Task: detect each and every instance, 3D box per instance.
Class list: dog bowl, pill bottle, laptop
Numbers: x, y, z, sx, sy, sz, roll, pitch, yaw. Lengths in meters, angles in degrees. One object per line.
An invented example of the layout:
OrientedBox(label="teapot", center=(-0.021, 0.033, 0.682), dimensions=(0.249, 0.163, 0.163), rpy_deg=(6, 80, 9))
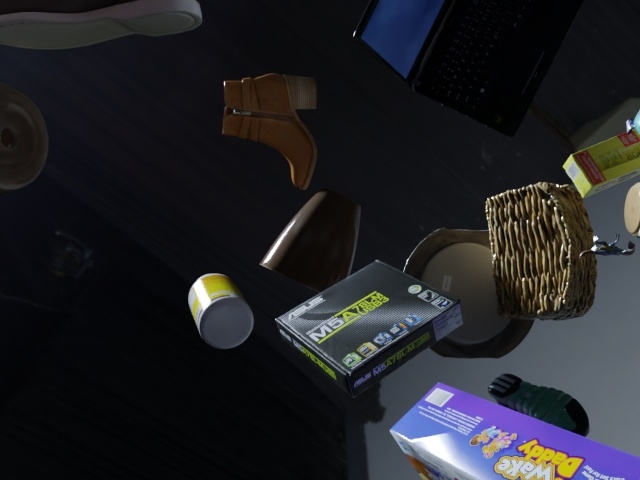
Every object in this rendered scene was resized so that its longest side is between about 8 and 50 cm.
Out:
OrientedBox(label="dog bowl", center=(0.361, 0.133, 1.583), dimensions=(0.349, 0.349, 0.102), rpy_deg=(-56, 1, -11))
OrientedBox(label="pill bottle", center=(-0.226, 0.146, 1.391), dimensions=(0.117, 0.117, 0.215), rpy_deg=(-52, 25, 1))
OrientedBox(label="laptop", center=(0.214, -0.309, 0.866), dimensions=(0.234, 0.264, 0.136), rpy_deg=(-63, -2, 4))

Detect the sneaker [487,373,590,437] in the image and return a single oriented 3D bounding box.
OrientedBox(label="sneaker", center=(0.415, 0.326, 1.171), dimensions=(0.083, 0.098, 0.224), rpy_deg=(-35, 23, -15))

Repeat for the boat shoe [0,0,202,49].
OrientedBox(label="boat shoe", center=(-0.321, -0.329, 0.856), dimensions=(0.116, 0.324, 0.096), rpy_deg=(-8, -86, -79))

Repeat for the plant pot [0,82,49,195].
OrientedBox(label="plant pot", center=(-0.541, -0.147, 0.932), dimensions=(0.229, 0.263, 0.263), rpy_deg=(3, 46, 22))

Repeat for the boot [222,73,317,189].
OrientedBox(label="boot", center=(-0.122, -0.253, 1.502), dimensions=(0.109, 0.220, 0.283), rpy_deg=(-115, 24, -58))

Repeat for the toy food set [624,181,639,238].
OrientedBox(label="toy food set", center=(0.473, -0.044, 0.932), dimensions=(0.082, 0.020, 0.083), rpy_deg=(-39, -48, -80))

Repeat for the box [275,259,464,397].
OrientedBox(label="box", center=(0.064, 0.109, 0.858), dimensions=(0.191, 0.045, 0.184), rpy_deg=(-28, 31, -22))

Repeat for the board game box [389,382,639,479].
OrientedBox(label="board game box", center=(0.228, 0.266, 0.525), dimensions=(0.078, 0.233, 0.347), rpy_deg=(-38, 14, -19))

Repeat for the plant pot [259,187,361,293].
OrientedBox(label="plant pot", center=(0.000, 0.000, 1.504), dimensions=(0.230, 0.215, 0.215), rpy_deg=(-65, 18, -4))

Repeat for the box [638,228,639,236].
OrientedBox(label="box", center=(0.549, -0.095, 0.700), dimensions=(0.058, 0.232, 0.322), rpy_deg=(-24, -41, -55))

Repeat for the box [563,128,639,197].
OrientedBox(label="box", center=(0.627, -0.173, 1.291), dimensions=(0.232, 0.087, 0.058), rpy_deg=(-21, -21, -5))

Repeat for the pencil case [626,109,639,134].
OrientedBox(label="pencil case", center=(0.294, -0.142, 0.483), dimensions=(0.151, 0.064, 0.070), rpy_deg=(89, -172, -45))

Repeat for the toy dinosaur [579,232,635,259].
OrientedBox(label="toy dinosaur", center=(0.575, 0.015, 1.243), dimensions=(0.090, 0.082, 0.047), rpy_deg=(-45, 29, 56))

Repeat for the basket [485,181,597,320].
OrientedBox(label="basket", center=(0.538, 0.028, 1.438), dimensions=(0.213, 0.223, 0.299), rpy_deg=(-19, 69, 49))
